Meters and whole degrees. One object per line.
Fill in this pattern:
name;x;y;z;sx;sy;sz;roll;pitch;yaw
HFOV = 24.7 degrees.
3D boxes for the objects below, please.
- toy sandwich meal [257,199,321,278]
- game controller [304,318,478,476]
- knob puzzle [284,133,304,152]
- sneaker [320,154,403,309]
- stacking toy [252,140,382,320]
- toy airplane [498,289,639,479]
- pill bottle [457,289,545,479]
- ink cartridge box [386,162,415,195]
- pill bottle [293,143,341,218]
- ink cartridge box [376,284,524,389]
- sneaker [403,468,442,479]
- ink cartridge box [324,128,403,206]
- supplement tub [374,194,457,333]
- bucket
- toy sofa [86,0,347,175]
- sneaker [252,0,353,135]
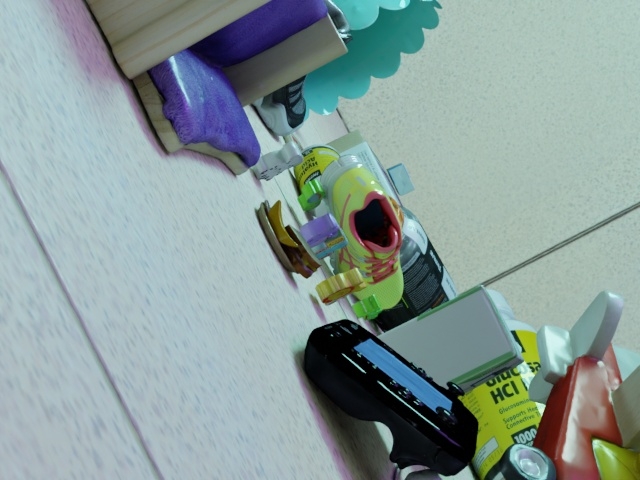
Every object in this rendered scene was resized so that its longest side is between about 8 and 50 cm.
toy sandwich meal;-0.030;-0.003;1.382;0.085;0.029;0.085;61;6;-11
game controller;0.067;0.131;1.296;0.166;0.067;0.319;46;4;5
knob puzzle;0.005;-0.074;2.021;0.213;0.030;0.213;61;6;-11
sneaker;0.059;0.007;1.688;0.094;0.081;0.208;41;-23;51
stacking toy;0.000;0.000;1.560;0.167;0.052;0.221;64;3;14
toy airplane;0.331;0.247;1.636;0.272;0.384;0.386;30;-8;2
pill bottle;0.289;0.247;2.269;0.334;0.188;0.188;66;7;34
ink cartridge box;0.132;-0.102;2.420;0.083;0.028;0.048;-99;163;-85
pill bottle;0.007;-0.066;1.817;0.065;0.065;0.116;58;6;-35
ink cartridge box;0.144;0.131;1.673;0.093;0.154;0.212;63;5;10
sneaker;0.151;0.277;1.254;0.232;0.115;0.090;60;6;-23
ink cartridge box;0.090;-0.037;2.317;0.234;0.088;0.193;65;5;18
supplement tub;0.092;0.033;1.864;0.190;0.117;0.117;58;7;-43
bucket;0.014;-0.327;2.122;0.183;0.281;0.281;55;4;13
toy sofa;-0.070;-0.173;1.218;0.177;0.150;0.362;62;6;4
sneaker;-0.027;-0.226;1.814;0.101;0.153;0.268;65;6;23
